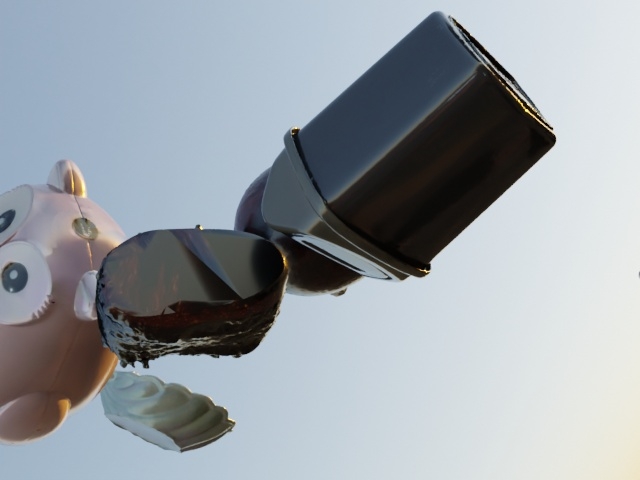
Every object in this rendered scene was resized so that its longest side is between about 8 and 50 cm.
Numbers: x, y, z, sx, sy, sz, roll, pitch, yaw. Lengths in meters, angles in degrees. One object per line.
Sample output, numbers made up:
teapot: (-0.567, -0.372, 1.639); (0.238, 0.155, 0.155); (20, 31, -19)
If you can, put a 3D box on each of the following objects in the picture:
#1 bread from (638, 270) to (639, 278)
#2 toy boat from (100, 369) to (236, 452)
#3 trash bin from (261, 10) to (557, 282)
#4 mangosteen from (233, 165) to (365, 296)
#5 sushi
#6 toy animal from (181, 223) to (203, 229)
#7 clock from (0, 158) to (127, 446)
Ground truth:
bread: (0.444, 0.057, 0.909); (0.086, 0.156, 0.125); (-59, -22, 0)
toy boat: (-0.313, 0.336, 1.567); (0.199, 0.290, 0.100); (91, -157, -55)
trash bin: (0.092, -0.086, 0.893); (0.290, 0.182, 0.209); (-42, -46, 21)
mangosteen: (0.000, 0.000, 1.202); (0.235, 0.235, 0.261); (-44, -47, -24)
sushi: (-0.150, 0.064, 0.951); (0.225, 0.136, 0.126); (-6, -30, -18)
toy animal: (-0.327, 0.074, 1.760); (0.114, 0.146, 0.245); (61, -135, -59)
clock: (-0.415, 0.095, 1.171); (0.251, 0.368, 0.377); (13, -45, -46)
